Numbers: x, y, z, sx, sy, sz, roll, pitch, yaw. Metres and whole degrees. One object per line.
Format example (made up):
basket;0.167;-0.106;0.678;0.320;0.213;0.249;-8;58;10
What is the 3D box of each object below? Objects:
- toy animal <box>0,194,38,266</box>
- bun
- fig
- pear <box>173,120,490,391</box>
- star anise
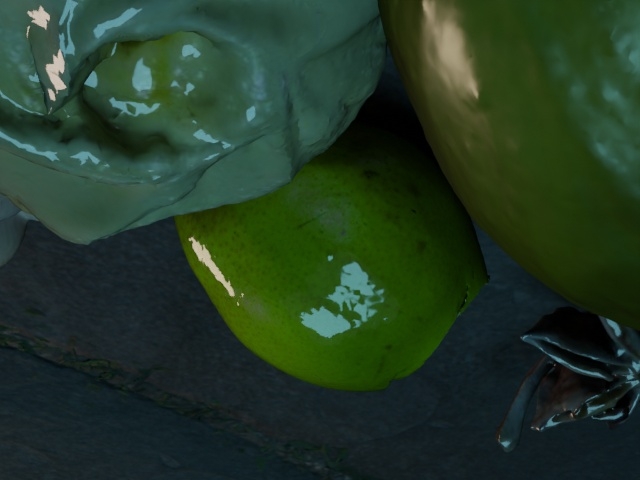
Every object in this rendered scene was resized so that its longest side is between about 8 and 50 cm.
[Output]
toy animal;-0.260;-0.018;1.017;0.124;0.124;0.212;17;144;-12
bun;-0.129;-0.142;0.781;0.365;0.219;0.365;5;137;5
fig;0.182;-0.120;0.676;0.343;0.343;0.343;4;140;3
pear;0.000;0.000;0.973;0.220;0.187;0.187;41;132;-7
star anise;0.239;0.090;1.107;0.231;0.089;0.209;-11;125;11
